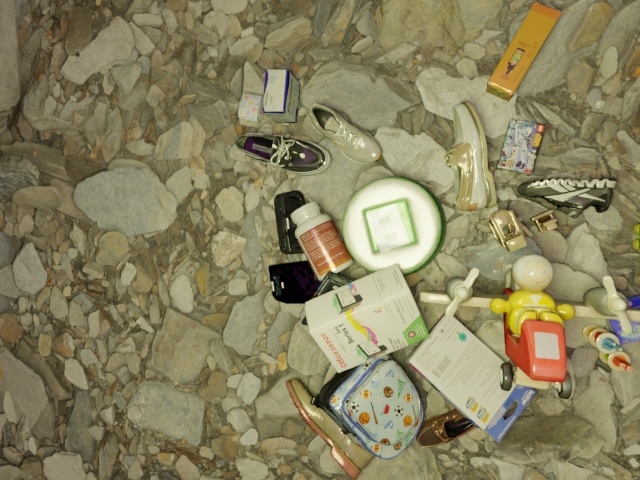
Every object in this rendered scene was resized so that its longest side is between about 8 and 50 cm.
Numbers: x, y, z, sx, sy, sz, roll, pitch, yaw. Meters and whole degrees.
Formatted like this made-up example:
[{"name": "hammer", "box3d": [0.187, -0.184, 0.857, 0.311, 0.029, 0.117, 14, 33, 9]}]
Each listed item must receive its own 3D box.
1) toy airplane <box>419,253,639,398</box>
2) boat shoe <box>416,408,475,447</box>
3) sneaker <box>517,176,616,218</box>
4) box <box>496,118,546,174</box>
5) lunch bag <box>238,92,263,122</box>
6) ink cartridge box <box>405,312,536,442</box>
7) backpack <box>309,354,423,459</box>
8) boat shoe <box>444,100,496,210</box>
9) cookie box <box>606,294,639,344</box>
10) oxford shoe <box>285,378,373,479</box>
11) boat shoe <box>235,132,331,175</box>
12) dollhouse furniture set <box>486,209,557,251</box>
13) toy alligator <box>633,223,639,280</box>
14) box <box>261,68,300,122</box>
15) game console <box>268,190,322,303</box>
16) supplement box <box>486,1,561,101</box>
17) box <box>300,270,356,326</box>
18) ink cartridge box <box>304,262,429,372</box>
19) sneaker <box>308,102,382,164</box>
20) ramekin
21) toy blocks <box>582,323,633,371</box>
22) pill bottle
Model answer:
[{"name": "toy airplane", "box3d": [0.501, 0.149, 0.988, 0.385, 0.384, 0.273, -16, 115, -25]}, {"name": "boat shoe", "box3d": [0.366, 0.546, 1.190, 0.207, 0.073, 0.073, -39, 85, 15]}, {"name": "sneaker", "box3d": [0.651, -0.112, 1.086, 0.234, 0.078, 0.106, 2, 90, 13]}, {"name": "box", "box3d": [0.556, -0.259, 1.134, 0.093, 0.027, 0.137, 15, 96, 16]}, {"name": "lunch bag", "box3d": [-0.224, -0.428, 1.330, 0.071, 0.053, 0.084, 13, 86, 12]}, {"name": "ink cartridge box", "box3d": [0.414, 0.376, 1.142, 0.311, 0.065, 0.186, 42, 75, 12]}, {"name": "backpack", "box3d": [0.163, 0.463, 1.157, 0.276, 0.213, 0.263, -41, 100, -18]}, {"name": "boat shoe", "box3d": [0.401, -0.230, 1.133, 0.103, 0.113, 0.303, -13, 89, 10]}, {"name": "cookie box", "box3d": [0.807, 0.207, 1.073, 0.091, 0.040, 0.107, -21, 87, 15]}, {"name": "oxford shoe", "box3d": [0.029, 0.556, 1.279, 0.130, 0.123, 0.348, -40, 79, -14]}, {"name": "boat shoe", "box3d": [-0.120, -0.280, 1.278, 0.306, 0.105, 0.113, 20, 97, 14]}, {"name": "dollhouse furniture set", "box3d": [0.537, -0.054, 1.066, 0.160, 0.182, 0.101, -26, 85, 15]}, {"name": "toy alligator", "box3d": [0.850, 0.018, 1.053, 0.051, 0.056, 0.190, 0, 92, -25]}, {"name": "box", "box3d": [-0.118, -0.439, 1.255, 0.072, 0.137, 0.126, 6, 93, 14]}, {"name": "game console", "box3d": [-0.069, 0.022, 1.308, 0.213, 0.044, 0.362, -7, 90, 14]}, {"name": "supplement box", "box3d": [0.543, -0.504, 1.105, 0.078, 0.080, 0.234, 32, 98, 13]}, {"name": "box", "box3d": [0.076, 0.198, 1.189, 0.220, 0.051, 0.175, 22, 117, -22]}, {"name": "ink cartridge box", "box3d": [0.124, 0.214, 1.104, 0.278, 0.117, 0.201, -24, 124, 8]}, {"name": "sneaker", "box3d": [0.064, -0.317, 1.218, 0.262, 0.121, 0.099, 36, 101, 11]}, {"name": "ramekin", "box3d": [0.206, -0.039, 1.174, 0.303, 0.148, 0.304, 1, 92, 15]}, {"name": "toy blocks", "box3d": [0.742, 0.283, 1.038, 0.054, 0.148, 0.123, -38, 82, 14]}, {"name": "pill bottle", "box3d": [0.000, 0.000, 1.208, 0.121, 0.121, 0.216, -29, 85, 14]}]
